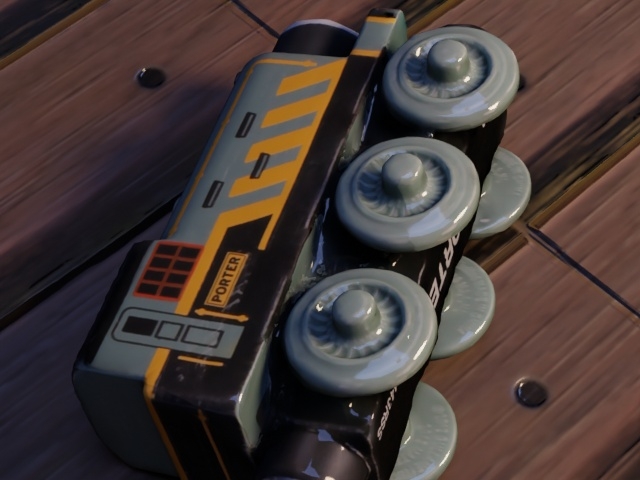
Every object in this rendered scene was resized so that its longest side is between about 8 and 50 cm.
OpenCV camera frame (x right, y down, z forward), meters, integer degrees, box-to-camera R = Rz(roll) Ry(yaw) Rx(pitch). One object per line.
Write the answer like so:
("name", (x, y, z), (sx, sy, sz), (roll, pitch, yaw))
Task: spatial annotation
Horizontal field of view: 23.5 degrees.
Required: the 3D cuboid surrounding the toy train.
("toy train", (0.000, 0.000, 0.853), (0.190, 0.142, 0.334), (8, 54, 19))
